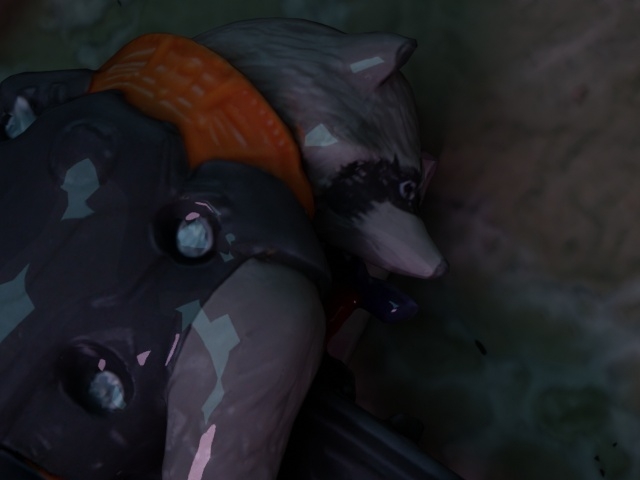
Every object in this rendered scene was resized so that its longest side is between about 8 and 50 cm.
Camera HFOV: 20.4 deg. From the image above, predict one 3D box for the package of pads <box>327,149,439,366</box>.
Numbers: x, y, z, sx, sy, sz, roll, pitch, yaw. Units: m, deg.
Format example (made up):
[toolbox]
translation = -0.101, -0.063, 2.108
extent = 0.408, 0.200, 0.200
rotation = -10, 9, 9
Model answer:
[package of pads]
translation = 0.000, 0.000, 0.585
extent = 0.050, 0.032, 0.083
rotation = 27, 97, 22

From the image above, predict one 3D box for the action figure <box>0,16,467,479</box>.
[action figure]
translation = -0.053, 0.079, 0.471
extent = 0.341, 0.178, 0.330
rotation = 24, 69, 22
